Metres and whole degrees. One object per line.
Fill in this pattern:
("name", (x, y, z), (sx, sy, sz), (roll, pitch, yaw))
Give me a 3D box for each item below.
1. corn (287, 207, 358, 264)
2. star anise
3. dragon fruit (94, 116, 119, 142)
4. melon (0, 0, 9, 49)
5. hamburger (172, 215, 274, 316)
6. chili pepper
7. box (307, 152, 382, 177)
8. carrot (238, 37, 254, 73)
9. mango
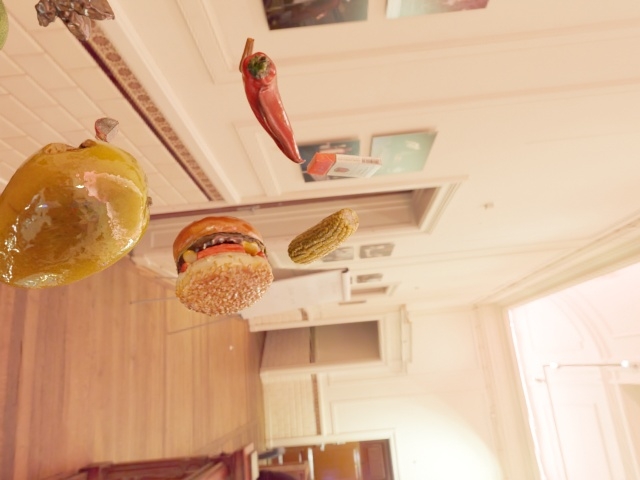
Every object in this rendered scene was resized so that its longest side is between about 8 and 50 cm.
("corn", (0.000, 0.000, 1.386), (0.310, 0.101, 0.102), (-28, -120, 47))
("star anise", (-0.714, -0.684, 1.236), (0.315, 0.315, 0.108), (82, 1, -61))
("dragon fruit", (-0.672, -0.344, 1.436), (0.056, 0.060, 0.083), (-46, -160, 50))
("melon", (-0.958, -0.600, 1.302), (0.129, 0.265, 0.169), (58, 32, -48))
("hamburger", (-0.325, 0.096, 1.545), (0.330, 0.329, 0.250), (82, -8, -52))
("chili pepper", (-0.116, -0.339, 1.134), (0.137, 0.092, 0.368), (37, -12, 25))
("box", (0.085, -0.269, 1.664), (0.139, 0.245, 0.035), (144, -55, -70))
("carrot", (-0.330, -0.829, 2.077), (0.055, 0.055, 0.162), (-94, -160, -49))
("mango", (-0.500, -0.040, 0.907), (0.253, 0.365, 0.182), (51, 0, -32))
